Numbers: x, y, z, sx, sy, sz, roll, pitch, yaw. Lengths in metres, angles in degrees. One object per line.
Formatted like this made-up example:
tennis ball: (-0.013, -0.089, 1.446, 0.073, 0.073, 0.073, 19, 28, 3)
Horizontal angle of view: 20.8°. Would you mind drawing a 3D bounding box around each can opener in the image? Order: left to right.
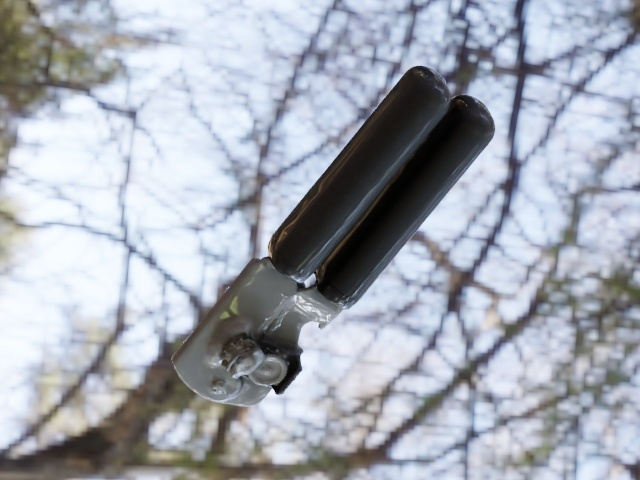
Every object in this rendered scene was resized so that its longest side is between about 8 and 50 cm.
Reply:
can opener: (0.000, 0.000, 1.139, 0.280, 0.074, 0.093, -49, -152, 23)
